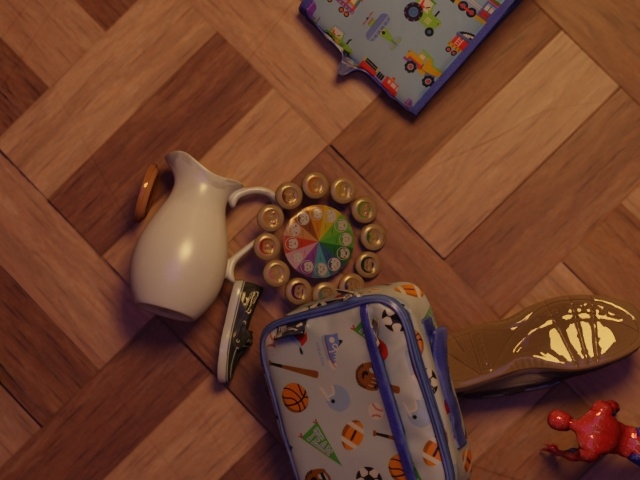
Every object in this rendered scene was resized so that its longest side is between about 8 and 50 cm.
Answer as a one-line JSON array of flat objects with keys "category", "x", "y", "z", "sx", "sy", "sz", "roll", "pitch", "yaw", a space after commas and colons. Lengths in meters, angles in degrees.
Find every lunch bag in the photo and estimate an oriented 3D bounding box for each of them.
[{"category": "lunch bag", "x": 0.062, "y": 0.202, "z": 1.740, "sx": 0.243, "sy": 0.115, "sz": 0.303, "roll": -14, "pitch": 94, "yaw": 30}, {"category": "lunch bag", "x": 0.125, "y": -0.327, "z": 1.809, "sx": 0.221, "sy": 0.138, "sz": 0.293, "roll": 43, "pitch": 100, "yaw": 3}]

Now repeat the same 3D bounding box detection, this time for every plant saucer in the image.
[{"category": "plant saucer", "x": -0.233, "y": -0.063, "z": 1.835, "sx": 0.013, "sy": 0.083, "sz": 0.083, "roll": 17, "pitch": 88, "yaw": 0}]

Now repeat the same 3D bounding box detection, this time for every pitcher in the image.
[{"category": "pitcher", "x": -0.153, "y": 0.006, "z": 1.814, "sx": 0.178, "sy": 0.125, "sz": 0.207, "roll": 17, "pitch": 77, "yaw": -6}]

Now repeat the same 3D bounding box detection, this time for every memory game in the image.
[{"category": "memory game", "x": 0.000, "y": 0.000, "z": 1.820, "sx": 0.186, "sy": 0.012, "sz": 0.186, "roll": 0, "pitch": 91, "yaw": -14}]

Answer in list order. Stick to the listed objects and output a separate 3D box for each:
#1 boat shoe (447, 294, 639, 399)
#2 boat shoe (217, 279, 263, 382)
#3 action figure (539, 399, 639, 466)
[{"category": "boat shoe", "x": 0.281, "y": 0.145, "z": 1.778, "sx": 0.285, "sy": 0.092, "sz": 0.102, "roll": -16, "pitch": 66, "yaw": 6}, {"category": "boat shoe", "x": -0.109, "y": 0.124, "z": 1.833, "sx": 0.040, "sy": 0.049, "sz": 0.142, "roll": 11, "pitch": 86, "yaw": 5}, {"category": "action figure", "x": 0.405, "y": 0.265, "z": 1.771, "sx": 0.280, "sy": 0.139, "sz": 0.091, "roll": 19, "pitch": 85, "yaw": -17}]
